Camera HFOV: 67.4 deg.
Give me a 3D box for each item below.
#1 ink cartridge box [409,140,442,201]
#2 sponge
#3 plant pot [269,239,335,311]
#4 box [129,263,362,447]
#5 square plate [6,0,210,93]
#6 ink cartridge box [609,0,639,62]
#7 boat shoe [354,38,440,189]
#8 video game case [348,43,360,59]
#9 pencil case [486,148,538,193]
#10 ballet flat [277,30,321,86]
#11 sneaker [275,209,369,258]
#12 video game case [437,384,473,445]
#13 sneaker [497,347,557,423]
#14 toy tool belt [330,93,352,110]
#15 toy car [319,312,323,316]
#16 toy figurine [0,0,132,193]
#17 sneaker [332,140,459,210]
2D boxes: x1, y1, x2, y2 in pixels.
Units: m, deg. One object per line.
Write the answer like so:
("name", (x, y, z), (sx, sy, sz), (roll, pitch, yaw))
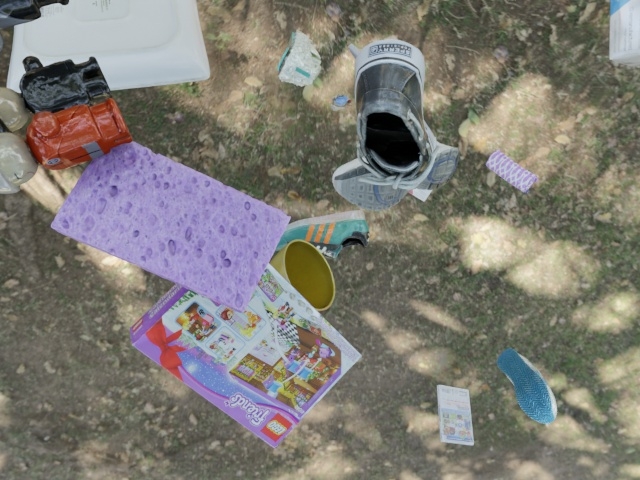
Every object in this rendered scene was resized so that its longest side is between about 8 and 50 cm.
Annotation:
("ink cartridge box", (0.368, -0.253, 1.686), (0.115, 0.067, 0.198), (28, 107, -13))
("sponge", (-0.150, -0.018, 0.504), (0.210, 0.117, 0.031), (25, 162, -6))
("plant pot", (-0.052, 0.077, 0.870), (0.095, 0.134, 0.134), (-28, 118, 32))
("box", (-0.098, 0.153, 0.714), (0.201, 0.057, 0.293), (-45, 118, -7))
("square plate", (-0.401, -0.423, 0.898), (0.344, 0.347, 0.049), (-10, 154, -10))
("ink cartridge box", (0.815, -0.515, 1.052), (0.197, 0.270, 0.198), (-12, 102, -42))
("boat shoe", (0.102, -0.121, 0.636), (0.113, 0.105, 0.306), (3, 163, 9))
("video game case", (0.189, -0.592, 1.727), (0.023, 0.212, 0.193), (-37, 136, 10))
("pencil case", (0.764, -0.280, 1.916), (0.088, 0.206, 0.086), (-37, 157, -24))
("ballet flat", (-0.063, -0.588, 1.587), (0.147, 0.409, 0.147), (0, 123, 1))
("sneaker", (0.000, 0.000, 1.408), (0.302, 0.121, 0.108), (-13, 164, -6))
("video game case", (0.306, 0.397, 1.093), (0.087, 0.122, 0.011), (16, 149, -21))
("sneaker", (0.536, 0.368, 1.211), (0.092, 0.229, 0.087), (34, 110, -18))
("toy tool belt", (0.075, -0.483, 1.661), (0.083, 0.052, 0.051), (-20, 144, -19))
("toy car", (-0.039, 0.129, 1.067), (0.136, 0.159, 0.182), (-28, 129, -15))
("toy figurine", (-0.296, -0.173, 0.454), (0.148, 0.213, 0.209), (-24, 135, -15))
("sneaker", (0.140, -0.146, 0.972), (0.297, 0.129, 0.111), (-16, 132, -32))
